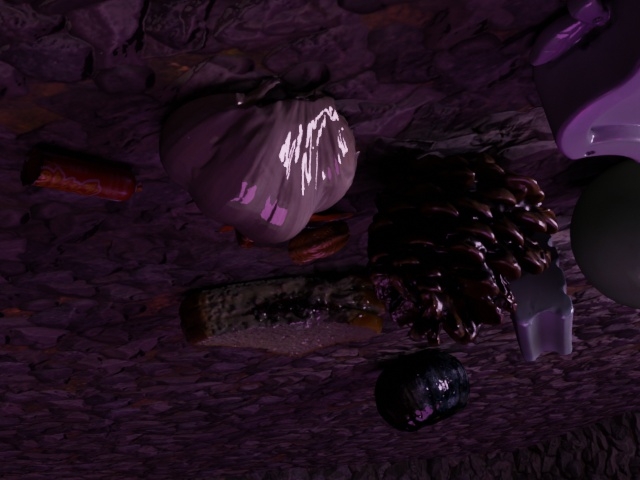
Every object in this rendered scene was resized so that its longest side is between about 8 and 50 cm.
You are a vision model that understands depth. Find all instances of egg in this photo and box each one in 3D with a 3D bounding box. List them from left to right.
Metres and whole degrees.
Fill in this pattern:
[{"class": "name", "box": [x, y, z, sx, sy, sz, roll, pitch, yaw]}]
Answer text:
[{"class": "egg", "box": [0.477, -0.010, 1.283, 0.270, 0.220, 0.220, 5, 154, -46]}]

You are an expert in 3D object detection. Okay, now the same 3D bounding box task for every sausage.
[{"class": "sausage", "box": [-0.268, -0.070, 1.041, 0.145, 0.048, 0.050, 11, 111, -45]}]

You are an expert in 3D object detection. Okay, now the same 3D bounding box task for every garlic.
[{"class": "garlic", "box": [-0.063, -0.075, 1.001, 0.229, 0.143, 0.178, 11, 153, -24]}]

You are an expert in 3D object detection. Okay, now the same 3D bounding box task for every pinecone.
[{"class": "pinecone", "box": [0.166, 0.003, 1.167, 0.257, 0.243, 0.243, -40, 163, -15]}]

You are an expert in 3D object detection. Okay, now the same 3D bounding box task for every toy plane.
[{"class": "toy plane", "box": [-0.045, -0.037, 1.217, 0.188, 0.062, 0.135, -16, 162, -26]}]

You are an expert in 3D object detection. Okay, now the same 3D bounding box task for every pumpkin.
[{"class": "pumpkin", "box": [0.236, 0.352, 2.123, 0.233, 0.163, 0.233, -20, 162, -7]}]

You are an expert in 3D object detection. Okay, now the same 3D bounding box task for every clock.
[{"class": "clock", "box": [0.396, -0.199, 0.952, 0.338, 0.102, 0.338, -9, 157, -4]}]

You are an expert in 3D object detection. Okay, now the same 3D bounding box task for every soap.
[{"class": "soap", "box": [0.366, 0.095, 1.549, 0.095, 0.173, 0.289, -14, 158, 10]}]

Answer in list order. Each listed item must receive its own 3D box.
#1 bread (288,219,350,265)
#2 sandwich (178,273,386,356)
[{"class": "bread", "box": [0.000, 0.000, 1.286, 0.083, 0.044, 0.111, -21, -176, 18]}, {"class": "sandwich", "box": [-0.052, 0.119, 1.518, 0.254, 0.099, 0.288, -20, 156, 39]}]
